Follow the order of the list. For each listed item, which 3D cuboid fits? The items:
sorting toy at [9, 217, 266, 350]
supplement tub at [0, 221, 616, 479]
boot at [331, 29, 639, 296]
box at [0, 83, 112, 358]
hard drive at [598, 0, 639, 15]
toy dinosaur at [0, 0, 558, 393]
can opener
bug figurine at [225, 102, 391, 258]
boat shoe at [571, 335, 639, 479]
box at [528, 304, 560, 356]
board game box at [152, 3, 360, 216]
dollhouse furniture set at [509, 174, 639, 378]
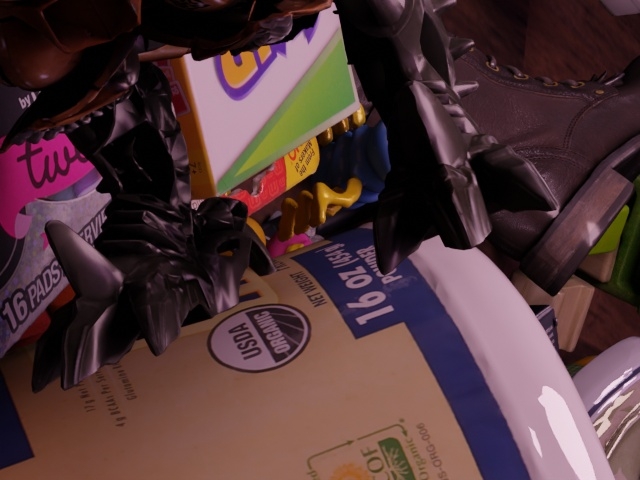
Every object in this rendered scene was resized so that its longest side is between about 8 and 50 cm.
[{"bbox_3d":[-0.094,0.122,0.838,0.127,0.126,0.366,26,66,-58],"label":"sorting toy"},{"bbox_3d":[-0.064,0.141,0.655,0.228,0.316,0.228,161,-90,-78],"label":"supplement tub"},{"bbox_3d":[0.104,-0.101,1.126,0.263,0.229,0.091,-49,172,-47],"label":"boot"},{"bbox_3d":[-0.145,-0.080,0.710,0.247,0.163,0.142,-54,134,-48],"label":"box"},{"bbox_3d":[0.155,-0.339,1.220,0.353,0.047,0.233,35,59,-50],"label":"hard drive"},{"bbox_3d":[-0.033,-0.090,0.548,0.322,0.164,0.218,-28,97,-51],"label":"toy dinosaur"},{"bbox_3d":[0.000,0.000,1.096,0.059,0.073,0.186,47,30,5],"label":"can opener"},{"bbox_3d":[-0.009,0.061,0.911,0.072,0.216,0.279,15,70,-31],"label":"bug figurine"},{"bbox_3d":[0.167,0.207,1.221,0.302,0.094,0.109,-56,143,-7],"label":"boat shoe"},{"bbox_3d":[0.067,0.150,1.100,0.108,0.153,0.207,-31,117,-58],"label":"box"},{"bbox_3d":[-0.045,-0.134,0.696,0.124,0.039,0.259,-36,120,-55],"label":"board game box"},{"bbox_3d":[0.126,0.081,1.296,0.197,0.151,0.302,-6,119,-47],"label":"dollhouse furniture set"}]
